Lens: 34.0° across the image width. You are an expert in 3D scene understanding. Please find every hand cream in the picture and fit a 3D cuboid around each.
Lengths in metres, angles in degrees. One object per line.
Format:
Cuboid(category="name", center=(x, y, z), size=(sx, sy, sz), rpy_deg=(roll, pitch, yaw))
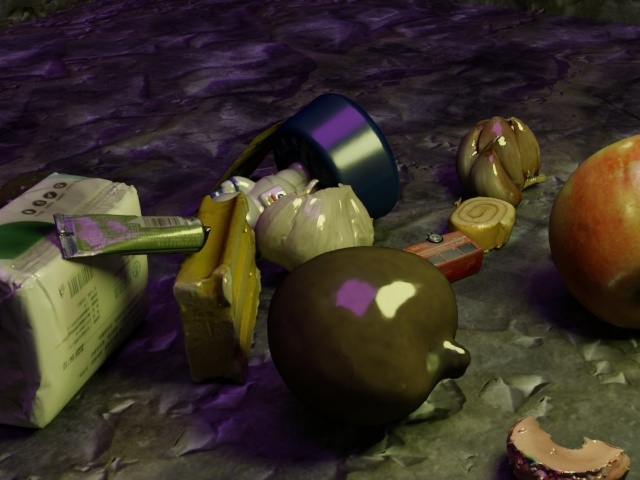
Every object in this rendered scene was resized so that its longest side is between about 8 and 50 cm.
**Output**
Cuboid(category="hand cream", center=(-0.275, -0.008, 1.559), size=(0.235, 0.055, 0.086), rpy_deg=(-2, 46, -30))

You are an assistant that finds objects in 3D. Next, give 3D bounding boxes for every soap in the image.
Cuboid(category="soap", center=(-0.161, 0.072, 1.707), size=(0.091, 0.199, 0.315), rpy_deg=(-6, 28, 6))

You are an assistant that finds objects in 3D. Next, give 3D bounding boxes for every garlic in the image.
Cuboid(category="garlic", center=(0.000, 0.000, 1.872), size=(0.229, 0.178, 0.143), rpy_deg=(5, 38, -25))
Cuboid(category="garlic", center=(0.357, -0.156, 2.188), size=(0.160, 0.191, 0.214), rpy_deg=(-9, 26, 47))

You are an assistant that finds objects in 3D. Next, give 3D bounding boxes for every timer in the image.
Cuboid(category="timer", center=(-0.070, -0.087, 2.004), size=(0.383, 0.270, 0.270), rpy_deg=(-31, 37, -23))

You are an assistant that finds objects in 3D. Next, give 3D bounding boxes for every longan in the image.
Cuboid(category="longan", center=(0.071, 0.137, 1.515), size=(0.300, 0.243, 0.300), rpy_deg=(1, 50, -2))

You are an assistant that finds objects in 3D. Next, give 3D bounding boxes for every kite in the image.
Cuboid(category="kite", center=(-0.151, -0.157, 2.158), size=(0.327, 0.013, 0.377), rpy_deg=(-42, -1, -4))

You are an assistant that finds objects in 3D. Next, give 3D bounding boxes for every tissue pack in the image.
Cuboid(category="tissue pack", center=(-0.422, 0.083, 1.612), size=(0.193, 0.266, 0.356), rpy_deg=(7, 27, 16))

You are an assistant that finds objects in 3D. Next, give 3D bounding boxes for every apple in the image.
Cuboid(category="apple", center=(0.537, -0.009, 1.711), size=(0.319, 0.319, 0.277), rpy_deg=(-6, 55, -8))

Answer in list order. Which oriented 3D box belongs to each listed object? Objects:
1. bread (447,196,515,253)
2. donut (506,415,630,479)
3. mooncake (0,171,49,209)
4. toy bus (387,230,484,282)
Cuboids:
Cuboid(category="bread", center=(0.314, -0.034, 2.026), size=(0.122, 0.073, 0.149), rpy_deg=(13, 30, 22))
Cuboid(category="donut", center=(0.313, 0.298, 1.374), size=(0.166, 0.065, 0.117), rpy_deg=(16, 30, 33))
Cuboid(category="mooncake", center=(-0.495, -0.003, 1.843), size=(0.124, 0.228, 0.228), rpy_deg=(19, 32, 20))
Cuboid(category="toy bus", center=(0.182, 0.048, 1.877), size=(0.235, 0.074, 0.096), rpy_deg=(-20, 39, -34))
